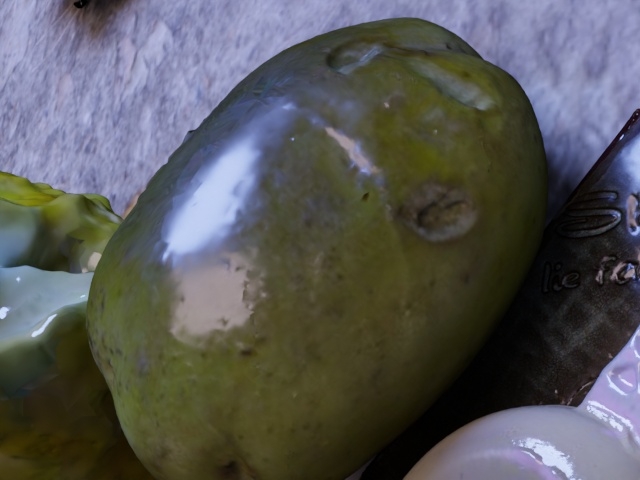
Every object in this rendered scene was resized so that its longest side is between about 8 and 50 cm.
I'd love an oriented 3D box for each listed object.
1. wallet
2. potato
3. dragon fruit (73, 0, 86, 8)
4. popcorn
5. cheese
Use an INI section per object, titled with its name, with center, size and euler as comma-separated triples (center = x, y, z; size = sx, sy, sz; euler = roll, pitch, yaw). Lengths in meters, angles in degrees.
[wallet]
center = 0.109, 0.060, 0.453
size = 0.232, 0.031, 0.122
euler = -54, 44, 11
[potato]
center = -0.001, 0.000, 0.473
size = 0.228, 0.148, 0.197
euler = -39, 20, 1
[dragon fruit]
center = -0.213, -0.257, 0.821
size = 0.166, 0.133, 0.136
euler = 19, 93, 44
[popcorn]
center = -0.195, 0.087, 0.583
size = 0.277, 0.225, 0.276
euler = -1, 88, 16
[cheese]
center = 0.092, 0.100, 0.381
size = 0.137, 0.064, 0.227
euler = 40, 103, 49
